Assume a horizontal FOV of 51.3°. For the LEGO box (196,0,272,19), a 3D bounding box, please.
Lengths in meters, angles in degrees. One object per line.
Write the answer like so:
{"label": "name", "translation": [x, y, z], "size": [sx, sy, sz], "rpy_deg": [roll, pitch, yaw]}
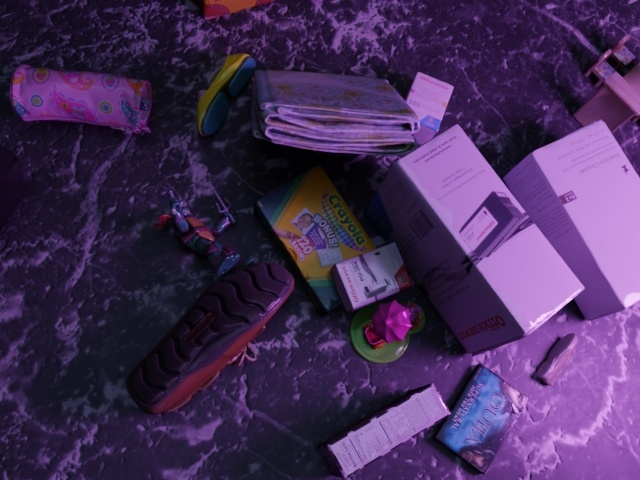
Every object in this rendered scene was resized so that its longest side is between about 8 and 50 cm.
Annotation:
{"label": "LEGO box", "translation": [-0.227, -0.785, 1.400], "size": [0.193, 0.500, 0.372], "rpy_deg": [-21, 77, -14]}

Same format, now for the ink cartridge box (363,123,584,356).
{"label": "ink cartridge box", "translation": [0.289, 0.012, 1.343], "size": [0.166, 0.285, 0.394], "rpy_deg": [-33, 81, -16]}

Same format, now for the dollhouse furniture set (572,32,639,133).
{"label": "dollhouse furniture set", "translation": [0.747, -0.367, 1.588], "size": [0.242, 0.161, 0.212], "rpy_deg": [-40, 82, -17]}

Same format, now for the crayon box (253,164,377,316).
{"label": "crayon box", "translation": [0.000, 0.000, 1.412], "size": [0.165, 0.081, 0.278], "rpy_deg": [-31, 80, -15]}

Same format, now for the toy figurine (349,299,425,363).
{"label": "toy figurine", "translation": [0.156, 0.165, 1.344], "size": [0.173, 0.159, 0.130], "rpy_deg": [-23, 78, -15]}

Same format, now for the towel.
{"label": "towel", "translation": [0.016, -0.275, 1.391], "size": [0.321, 0.374, 0.090], "rpy_deg": [4, 117, -9]}

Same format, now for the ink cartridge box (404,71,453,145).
{"label": "ink cartridge box", "translation": [0.237, -0.308, 1.535], "size": [0.092, 0.090, 0.143], "rpy_deg": [24, 70, -1]}

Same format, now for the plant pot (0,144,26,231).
{"label": "plant pot", "translation": [-0.693, -0.113, 1.307], "size": [0.187, 0.188, 0.167], "rpy_deg": [35, 59, 4]}

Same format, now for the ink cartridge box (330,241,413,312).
{"label": "ink cartridge box", "translation": [0.101, 0.074, 1.332], "size": [0.135, 0.056, 0.099], "rpy_deg": [-20, 81, -14]}

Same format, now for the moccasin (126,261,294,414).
{"label": "moccasin", "translation": [-0.200, 0.193, 1.307], "size": [0.139, 0.147, 0.380], "rpy_deg": [36, 75, 19]}

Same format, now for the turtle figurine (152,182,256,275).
{"label": "turtle figurine", "translation": [-0.241, -0.022, 1.371], "size": [0.234, 0.118, 0.175], "rpy_deg": [46, 29, 21]}

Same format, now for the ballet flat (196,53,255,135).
{"label": "ballet flat", "translation": [-0.229, -0.331, 1.494], "size": [0.077, 0.077, 0.230], "rpy_deg": [20, 67, 21]}

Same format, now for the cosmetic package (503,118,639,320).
{"label": "cosmetic package", "translation": [0.608, -0.042, 1.473], "size": [0.217, 0.156, 0.384], "rpy_deg": [-26, 78, -17]}

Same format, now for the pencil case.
{"label": "pencil case", "translation": [-0.500, -0.298, 1.414], "size": [0.284, 0.124, 0.124], "rpy_deg": [6, 73, -8]}

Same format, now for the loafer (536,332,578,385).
{"label": "loafer", "translation": [0.515, 0.256, 1.434], "size": [0.039, 0.045, 0.125], "rpy_deg": [45, 79, -11]}

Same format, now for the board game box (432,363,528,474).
{"label": "board game box", "translation": [0.333, 0.367, 1.378], "size": [0.126, 0.026, 0.186], "rpy_deg": [35, 72, 4]}

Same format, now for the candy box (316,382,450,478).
{"label": "candy box", "translation": [0.117, 0.365, 1.278], "size": [0.234, 0.159, 0.071], "rpy_deg": [-26, 77, -14]}
